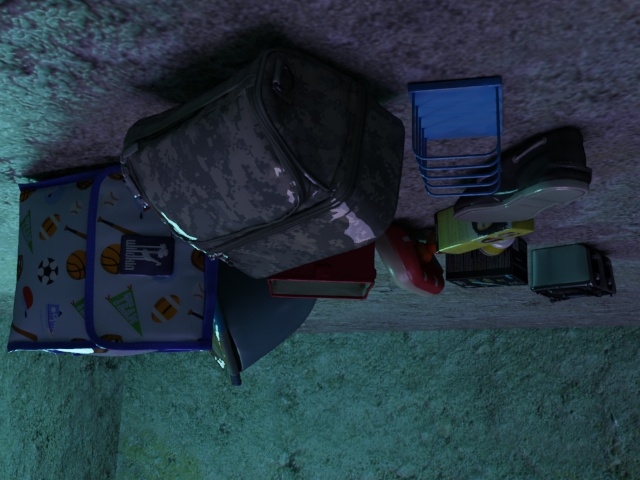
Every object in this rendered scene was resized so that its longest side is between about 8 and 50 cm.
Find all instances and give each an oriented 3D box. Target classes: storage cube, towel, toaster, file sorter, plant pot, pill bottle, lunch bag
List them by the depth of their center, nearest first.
[{"bbox_3d":[-0.082,-0.104,0.959,0.305,0.213,0.256,-17,140,41],"label":"lunch bag"},{"bbox_3d":[0.188,-0.134,1.005,0.118,0.105,0.170,-2,165,14],"label":"file sorter"},{"bbox_3d":[-0.358,0.043,1.332,0.385,0.328,0.239,-4,170,25],"label":"lunch bag"},{"bbox_3d":[0.000,0.000,1.384,0.214,0.193,0.184,3,166,-1],"label":"storage cube"},{"bbox_3d":[0.374,-0.010,1.566,0.065,0.065,0.116,2,166,-1],"label":"pill bottle"},{"bbox_3d":[-0.267,0.130,1.587,0.040,0.271,0.370,-28,144,-18],"label":"towel"},{"bbox_3d":[-0.149,0.112,1.679,0.235,0.293,0.293,-28,175,-18],"label":"plant pot"},{"bbox_3d":[0.613,0.084,1.826,0.185,0.110,0.168,-11,161,41],"label":"toaster"}]

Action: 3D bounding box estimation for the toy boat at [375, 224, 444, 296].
[{"bbox_3d":[0.227,0.026,1.646,0.151,0.151,0.231,-38,151,19],"label":"toy boat"}]

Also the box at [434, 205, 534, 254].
[{"bbox_3d":[0.310,-0.035,1.432,0.058,0.088,0.232,6,165,-26],"label":"box"}]

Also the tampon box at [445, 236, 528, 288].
[{"bbox_3d":[0.387,0.049,1.726,0.160,0.102,0.120,-6,164,32],"label":"tampon box"}]

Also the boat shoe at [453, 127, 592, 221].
[{"bbox_3d":[0.325,-0.096,1.214,0.112,0.096,0.335,9,170,-17],"label":"boat shoe"}]
